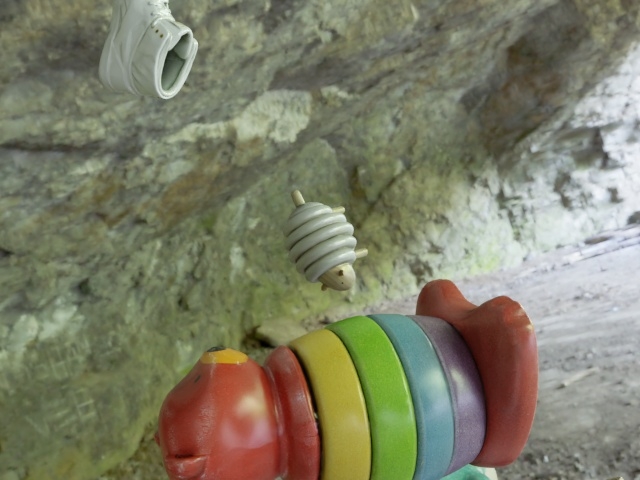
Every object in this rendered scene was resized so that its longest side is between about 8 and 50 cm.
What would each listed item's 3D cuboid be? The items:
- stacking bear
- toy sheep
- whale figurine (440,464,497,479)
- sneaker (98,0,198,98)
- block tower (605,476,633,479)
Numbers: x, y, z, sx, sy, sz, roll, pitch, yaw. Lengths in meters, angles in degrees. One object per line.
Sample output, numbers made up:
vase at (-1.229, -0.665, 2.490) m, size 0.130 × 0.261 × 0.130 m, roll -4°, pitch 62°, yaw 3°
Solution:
stacking bear at (0.010, 0.138, 0.585) m, size 0.289 × 0.164 × 0.175 m, roll -7°, pitch 7°, yaw -18°
toy sheep at (0.000, 0.000, 0.809) m, size 0.091 × 0.132 × 0.091 m, roll -29°, pitch -17°, yaw -9°
whale figurine at (0.142, 0.370, 0.968) m, size 0.216 × 0.141 × 0.272 m, roll -39°, pitch 7°, yaw 30°
sneaker at (-0.266, -0.383, 1.176) m, size 0.169 × 0.292 × 0.108 m, roll 17°, pitch 11°, yaw 31°
block tower at (0.323, 0.430, 0.863) m, size 0.335 × 0.097 × 0.091 m, roll -33°, pitch -8°, yaw -41°
